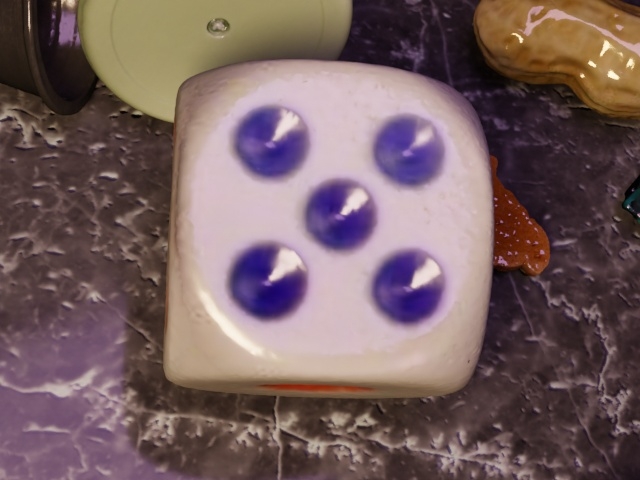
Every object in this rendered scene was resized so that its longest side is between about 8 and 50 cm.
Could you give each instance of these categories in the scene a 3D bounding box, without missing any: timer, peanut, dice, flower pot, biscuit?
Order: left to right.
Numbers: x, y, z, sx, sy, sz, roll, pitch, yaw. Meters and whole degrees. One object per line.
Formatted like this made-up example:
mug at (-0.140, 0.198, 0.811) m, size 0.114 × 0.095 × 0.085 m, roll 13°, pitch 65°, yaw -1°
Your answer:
flower pot at (-0.333, -0.258, 1.317) m, size 0.148 × 0.235 × 0.235 m, roll 6°, pitch 66°, yaw 9°
timer at (-0.132, -0.335, 1.379) m, size 0.291 × 0.290 × 0.315 m, roll 0°, pitch 48°, yaw -14°
dice at (0.000, 0.000, 1.226) m, size 0.304 × 0.277 × 0.304 m, roll 2°, pitch 80°, yaw -7°
biscuit at (0.141, -0.039, 1.427) m, size 0.280 × 0.043 × 0.183 m, roll 27°, pitch 61°, yaw 3°
peanut at (0.335, -0.236, 1.504) m, size 0.306 × 0.147 × 0.147 m, roll 22°, pitch 65°, yaw -4°

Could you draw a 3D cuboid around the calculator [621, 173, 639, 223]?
calculator at (0.535, -0.046, 1.520) m, size 0.248 × 0.058 × 0.274 m, roll 44°, pitch 65°, yaw 4°
